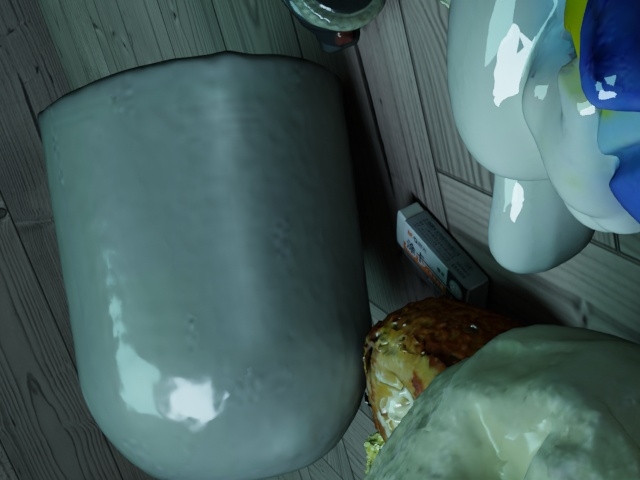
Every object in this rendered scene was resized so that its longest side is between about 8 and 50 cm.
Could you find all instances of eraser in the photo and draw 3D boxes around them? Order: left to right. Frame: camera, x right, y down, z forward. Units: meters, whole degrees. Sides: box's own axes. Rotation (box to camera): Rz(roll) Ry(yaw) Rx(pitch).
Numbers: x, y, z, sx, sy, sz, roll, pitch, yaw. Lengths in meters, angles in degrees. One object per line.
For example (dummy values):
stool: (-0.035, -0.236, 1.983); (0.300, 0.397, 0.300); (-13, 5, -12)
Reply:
eraser: (0.118, 0.020, 1.033); (0.122, 0.029, 0.052); (51, 157, 34)

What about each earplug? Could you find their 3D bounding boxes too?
earplug: (-0.107, 0.045, 1.063); (0.312, 0.313, 0.393); (148, 116, -72)

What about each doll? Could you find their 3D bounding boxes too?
doll: (0.175, -0.097, 0.535); (0.376, 0.187, 0.365); (62, 176, -31)

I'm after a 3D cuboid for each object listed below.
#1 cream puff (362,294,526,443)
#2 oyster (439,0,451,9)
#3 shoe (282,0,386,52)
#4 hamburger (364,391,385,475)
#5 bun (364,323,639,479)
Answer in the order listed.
cream puff: (0.141, 0.160, 0.946); (0.240, 0.164, 0.240); (168, 90, -70)
oyster: (0.076, -0.282, 0.663); (0.345, 0.079, 0.128); (74, -178, -47)
shoe: (-0.022, -0.266, 0.961); (0.227, 0.099, 0.112); (58, 168, 18)
hamburger: (0.132, 0.274, 1.148); (0.262, 0.139, 0.243); (33, 144, 57)
bun: (0.196, 0.182, 0.660); (0.360, 0.210, 0.359); (21, 167, 5)
